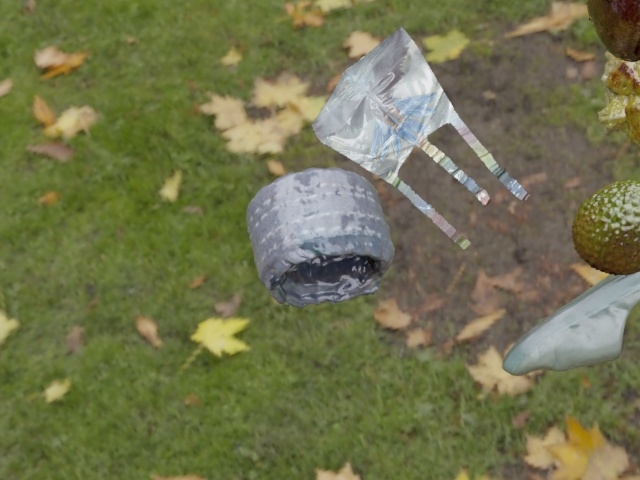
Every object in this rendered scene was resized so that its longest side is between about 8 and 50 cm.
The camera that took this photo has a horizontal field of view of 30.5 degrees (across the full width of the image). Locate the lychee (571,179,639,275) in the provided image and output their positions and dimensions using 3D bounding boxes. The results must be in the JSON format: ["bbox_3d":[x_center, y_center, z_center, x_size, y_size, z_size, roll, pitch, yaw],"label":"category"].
[{"bbox_3d":[0.366,-0.012,1.432,0.114,0.146,0.114,9,54,-13],"label":"lychee"}]

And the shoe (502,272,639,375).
[{"bbox_3d":[0.364,0.121,1.577,0.251,0.100,0.103,-38,-8,9],"label":"shoe"}]

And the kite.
[{"bbox_3d":[0.108,-0.109,1.386,0.169,0.015,0.310,-43,55,13],"label":"kite"}]

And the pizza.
[{"bbox_3d":[0.580,-0.249,2.036,0.089,0.223,0.323,5,30,-43],"label":"pizza"}]

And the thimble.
[{"bbox_3d":[0.000,0.000,1.949,0.236,0.205,0.172,5,55,-34],"label":"thimble"}]

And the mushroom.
[{"bbox_3d":[0.475,-0.381,1.718,0.138,0.194,0.231,26,71,36],"label":"mushroom"}]
